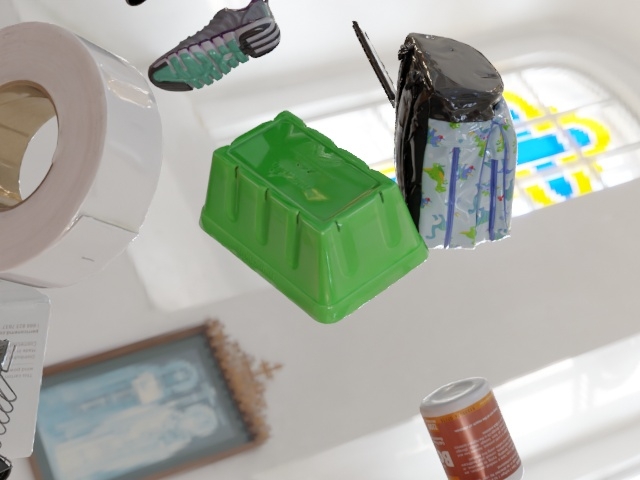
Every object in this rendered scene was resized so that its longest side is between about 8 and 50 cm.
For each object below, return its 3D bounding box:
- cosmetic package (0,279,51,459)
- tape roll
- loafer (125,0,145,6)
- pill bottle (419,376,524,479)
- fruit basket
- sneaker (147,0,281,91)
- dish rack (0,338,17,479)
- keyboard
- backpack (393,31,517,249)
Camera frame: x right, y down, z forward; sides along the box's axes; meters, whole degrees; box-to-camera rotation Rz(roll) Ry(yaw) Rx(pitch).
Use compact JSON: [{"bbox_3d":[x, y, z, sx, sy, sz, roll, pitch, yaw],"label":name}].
[{"bbox_3d":[-0.768,0.213,2.343,0.394,0.329,0.327,23,-72,48],"label":"cosmetic package"},{"bbox_3d":[-0.312,-0.091,1.339,0.286,0.100,0.286,-8,-106,29],"label":"tape roll"},{"bbox_3d":[-0.256,-0.504,2.158,0.302,0.109,0.095,-19,-119,47],"label":"loafer"},{"bbox_3d":[0.249,0.337,1.926,0.121,0.121,0.216,-10,-76,63],"label":"pill bottle"},{"bbox_3d":[0.000,0.000,2.100,0.392,0.283,0.392,41,-29,30],"label":"fruit basket"},{"bbox_3d":[-0.170,-0.311,1.916,0.083,0.224,0.098,57,17,-52],"label":"sneaker"},{"bbox_3d":[-0.489,0.251,1.588,0.074,0.208,0.271,41,-52,22],"label":"dish rack"},{"bbox_3d":[0.109,-0.328,2.314,0.180,0.023,0.108,66,12,15],"label":"keyboard"},{"bbox_3d":[0.233,-0.148,2.142,0.290,0.273,0.355,-104,-156,-60],"label":"backpack"}]
